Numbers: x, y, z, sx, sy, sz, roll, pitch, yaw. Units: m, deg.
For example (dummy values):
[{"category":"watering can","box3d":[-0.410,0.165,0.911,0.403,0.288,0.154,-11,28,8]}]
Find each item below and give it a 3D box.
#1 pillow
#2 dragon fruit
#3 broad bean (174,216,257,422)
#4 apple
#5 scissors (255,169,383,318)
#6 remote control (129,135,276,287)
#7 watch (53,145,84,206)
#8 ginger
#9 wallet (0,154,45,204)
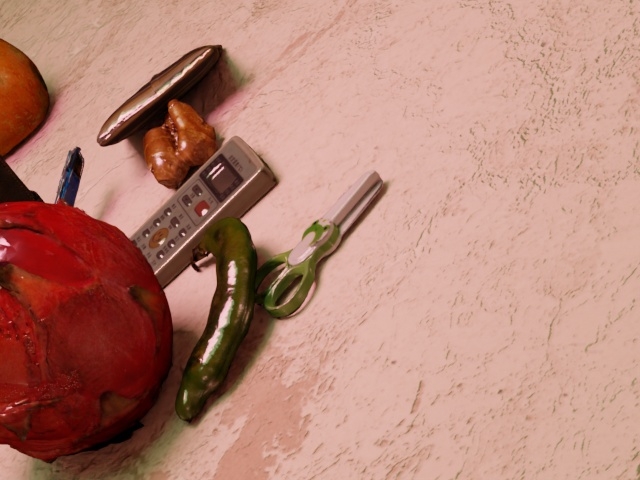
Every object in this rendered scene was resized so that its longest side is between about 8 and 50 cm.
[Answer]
[{"category":"pillow","box3d":[-0.228,-0.214,2.107,0.208,0.052,0.212,-40,6,6]},{"category":"dragon fruit","box3d":[-0.321,0.100,1.662,0.295,0.301,0.296,-33,36,29]},{"category":"broad bean","box3d":[-0.118,0.069,1.683,0.144,0.049,0.292,-51,25,32]},{"category":"apple","box3d":[-0.568,-0.237,2.442,0.236,0.207,0.237,-15,58,27]},{"category":"scissors","box3d":[0.000,0.000,1.671,0.204,0.027,0.101,-48,33,-6]},{"category":"remote control","box3d":[-0.184,-0.013,1.878,0.285,0.038,0.123,-42,32,2]},{"category":"watch","box3d":[-0.476,0.000,2.043,0.276,0.068,0.275,-4,65,23]},{"category":"ginger","box3d":[-0.200,-0.143,2.016,0.103,0.073,0.162,-38,31,6]},{"category":"wallet","box3d":[-0.396,0.019,1.827,0.044,0.317,0.169,25,70,31]}]
